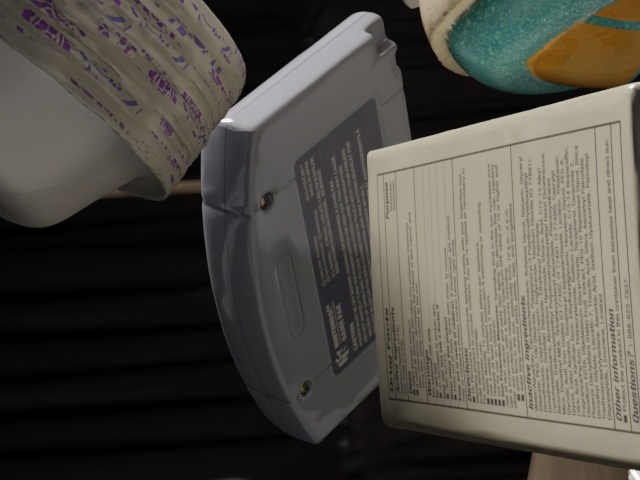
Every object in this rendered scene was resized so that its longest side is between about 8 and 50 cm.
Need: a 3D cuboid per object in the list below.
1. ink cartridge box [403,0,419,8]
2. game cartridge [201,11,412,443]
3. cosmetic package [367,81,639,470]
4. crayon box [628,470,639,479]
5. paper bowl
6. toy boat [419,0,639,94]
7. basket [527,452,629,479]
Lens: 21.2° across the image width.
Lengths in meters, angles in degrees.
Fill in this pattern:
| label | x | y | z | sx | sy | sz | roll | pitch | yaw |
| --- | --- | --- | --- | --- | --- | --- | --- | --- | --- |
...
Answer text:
| label | x | y | z | sx | sy | sz | roll | pitch | yaw |
| --- | --- | --- | --- | --- | --- | --- | --- | --- | --- |
| ink cartridge box | 0.093 | -0.298 | 1.336 | 0.218 | 0.159 | 0.092 | 45 | -149 | -54 |
| game cartridge | 0.000 | 0.000 | 1.278 | 0.196 | 0.060 | 0.294 | -44 | -43 | -39 |
| cosmetic package | 0.127 | 0.018 | 0.818 | 0.309 | 0.113 | 0.160 | 176 | 91 | -73 |
| crayon box | 0.397 | 0.264 | 1.343 | 0.318 | 0.202 | 0.081 | -118 | 13 | -63 |
| paper bowl | -0.196 | -0.116 | 0.976 | 0.148 | 0.284 | 0.284 | -55 | -4 | -10 |
| toy boat | 0.194 | -0.175 | 0.945 | 0.148 | 0.268 | 0.318 | 63 | 162 | 19 |
| basket | 0.290 | 0.209 | 1.667 | 0.154 | 0.204 | 0.226 | 42 | -131 | -62 |
